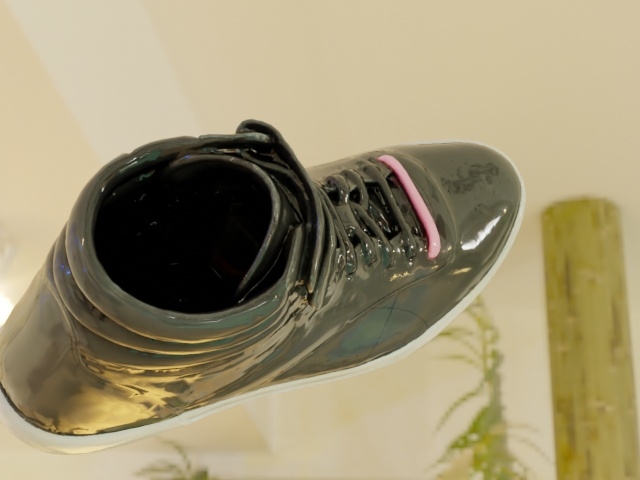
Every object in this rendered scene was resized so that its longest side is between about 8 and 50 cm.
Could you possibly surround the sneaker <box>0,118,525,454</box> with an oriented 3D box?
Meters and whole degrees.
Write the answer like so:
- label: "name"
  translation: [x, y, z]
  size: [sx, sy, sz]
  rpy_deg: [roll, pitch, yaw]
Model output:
- label: "sneaker"
  translation: [0.000, 0.000, 0.677]
  size: [0.295, 0.104, 0.147]
  rpy_deg: [-21, -16, -29]
